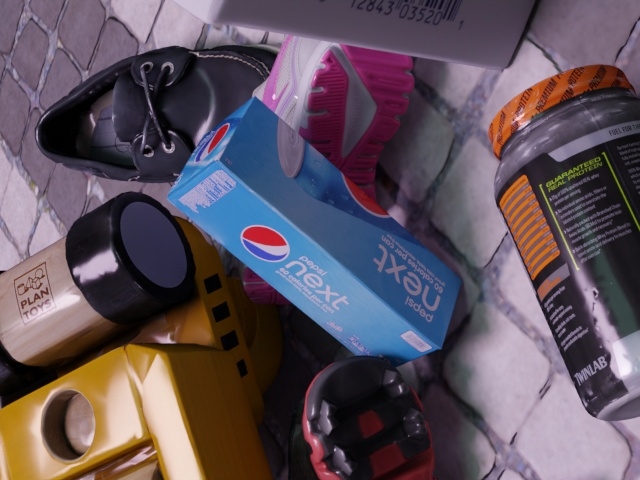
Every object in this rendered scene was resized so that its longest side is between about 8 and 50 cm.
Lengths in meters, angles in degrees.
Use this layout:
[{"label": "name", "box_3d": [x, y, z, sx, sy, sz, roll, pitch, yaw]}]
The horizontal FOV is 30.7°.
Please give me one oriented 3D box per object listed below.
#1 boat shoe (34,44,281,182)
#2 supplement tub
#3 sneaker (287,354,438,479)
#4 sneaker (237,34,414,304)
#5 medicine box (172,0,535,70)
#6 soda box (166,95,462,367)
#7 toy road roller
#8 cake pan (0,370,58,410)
[{"label": "boat shoe", "box_3d": [-0.151, -0.114, 1.061, 0.340, 0.113, 0.127, 4, 93, 49]}, {"label": "supplement tub", "box_3d": [0.176, -0.001, 0.686, 0.117, 0.117, 0.190, -39, 62, 42]}, {"label": "sneaker", "box_3d": [0.047, 0.221, 0.853, 0.135, 0.097, 0.276, -29, 81, 66]}, {"label": "sneaker", "box_3d": [-0.008, -0.065, 0.918, 0.111, 0.103, 0.252, 56, 133, 50]}, {"label": "medicine box", "box_3d": [-0.024, -0.248, 0.802, 0.289, 0.263, 0.149, 40, 119, 40]}, {"label": "soda box", "box_3d": [0.000, 0.000, 0.822, 0.067, 0.210, 0.071, -30, 26, 44]}, {"label": "toy road roller", "box_3d": [-0.126, 0.133, 0.924, 0.202, 0.240, 0.330, -28, 69, 27]}, {"label": "cake pan", "box_3d": [-0.225, 0.173, 1.045, 0.054, 0.293, 0.293, -22, 71, 18]}]
